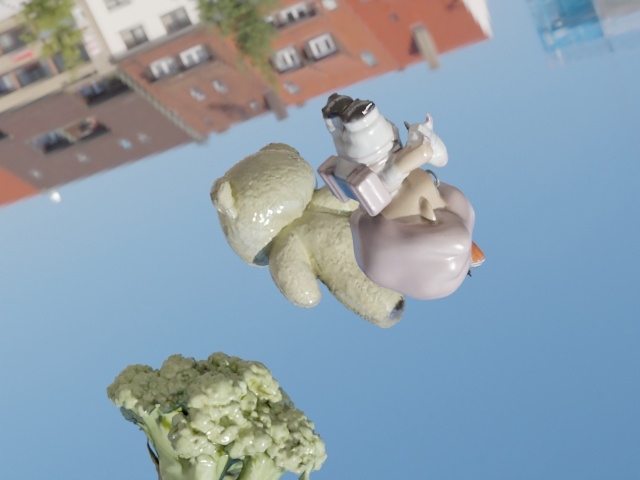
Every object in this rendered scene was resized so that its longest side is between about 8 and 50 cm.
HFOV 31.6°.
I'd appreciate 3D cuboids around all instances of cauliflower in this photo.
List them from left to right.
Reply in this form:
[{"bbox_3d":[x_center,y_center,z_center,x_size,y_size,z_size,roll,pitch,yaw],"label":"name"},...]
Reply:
[{"bbox_3d":[-0.149,0.285,1.594,0.327,0.260,0.281,10,-143,-5],"label":"cauliflower"}]

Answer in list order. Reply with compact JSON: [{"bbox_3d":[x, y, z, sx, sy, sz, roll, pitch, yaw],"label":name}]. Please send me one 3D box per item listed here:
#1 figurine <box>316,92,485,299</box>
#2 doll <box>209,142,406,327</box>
[{"bbox_3d":[0.068,-0.026,0.952,0.112,0.229,0.137,-47,-144,-22],"label":"figurine"},{"bbox_3d":[-0.003,0.004,1.400,0.175,0.278,0.149,-42,162,-54],"label":"doll"}]
